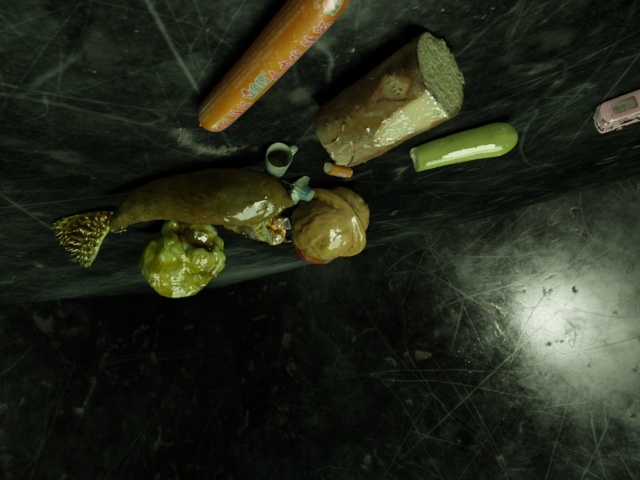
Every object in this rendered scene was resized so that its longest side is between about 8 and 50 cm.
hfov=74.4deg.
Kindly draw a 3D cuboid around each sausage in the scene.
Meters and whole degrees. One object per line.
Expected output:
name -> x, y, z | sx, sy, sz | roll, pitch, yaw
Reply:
sausage -> -0.078, -0.225, 0.548 | 0.053, 0.053, 0.347 | -4, 168, -41
sausage -> 0.050, -0.178, 1.078 | 0.031, 0.031, 0.107 | -18, 169, 36

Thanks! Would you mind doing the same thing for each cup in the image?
cup -> -0.088, -0.176, 0.896 | 0.054, 0.075, 0.083 | 28, 166, -8

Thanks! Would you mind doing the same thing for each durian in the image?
durian -> -0.598, -0.009, 1.095 | 0.139, 0.144, 0.252 | -32, 178, -33

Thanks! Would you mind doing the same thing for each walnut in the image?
walnut -> 0.033, -0.048, 1.257 | 0.224, 0.257, 0.257 | -44, -173, -27

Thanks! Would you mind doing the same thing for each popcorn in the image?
popcorn -> -0.417, 0.050, 1.285 | 0.276, 0.225, 0.276 | -48, -169, 12

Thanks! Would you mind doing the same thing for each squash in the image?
squash -> 0.344, -0.224, 1.020 | 0.250, 0.083, 0.083 | -12, 171, 17

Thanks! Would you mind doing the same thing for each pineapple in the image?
pineapple -> -0.179, -0.077, 1.116 | 0.233, 0.135, 0.079 | 15, -145, 41

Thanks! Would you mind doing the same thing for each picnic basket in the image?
picnic basket -> -0.059, -0.137, 1.122 | 0.083, 0.083, 0.065 | 32, -174, 18

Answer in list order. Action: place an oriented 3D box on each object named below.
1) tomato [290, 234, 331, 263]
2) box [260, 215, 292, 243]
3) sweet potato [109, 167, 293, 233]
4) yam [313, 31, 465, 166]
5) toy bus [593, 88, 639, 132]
tomato -> 0.000, 0.000, 1.481 | 0.180, 0.155, 0.214 | -19, 149, -12
box -> -0.089, -0.042, 1.609 | 0.259, 0.071, 0.168 | -6, 169, -37
sweet potato -> -0.271, -0.086, 0.916 | 0.422, 0.131, 0.130 | -6, 171, 3
yam -> 0.097, -0.209, 0.671 | 0.238, 0.129, 0.128 | -19, -157, 42
toy bus -> 0.767, -0.324, 0.996 | 0.203, 0.063, 0.090 | -19, 166, 26
